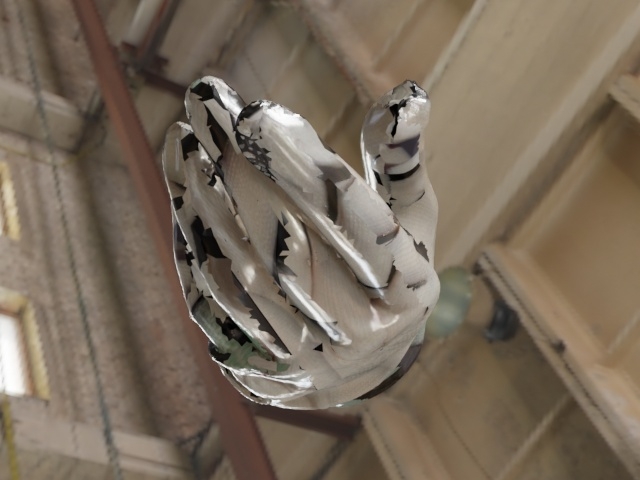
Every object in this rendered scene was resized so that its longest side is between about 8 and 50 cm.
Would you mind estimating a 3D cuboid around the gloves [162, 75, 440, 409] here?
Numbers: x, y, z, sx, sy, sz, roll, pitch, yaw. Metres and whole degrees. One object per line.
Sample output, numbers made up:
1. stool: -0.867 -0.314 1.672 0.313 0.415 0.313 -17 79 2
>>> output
1. gloves: 0.000 0.008 0.562 0.127 0.212 0.111 -12 -111 7
